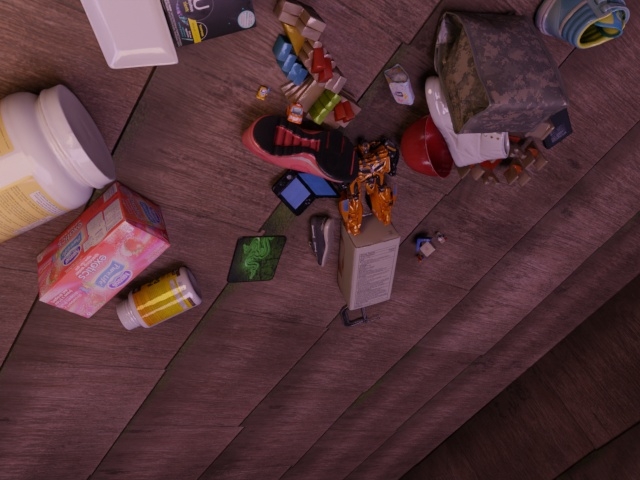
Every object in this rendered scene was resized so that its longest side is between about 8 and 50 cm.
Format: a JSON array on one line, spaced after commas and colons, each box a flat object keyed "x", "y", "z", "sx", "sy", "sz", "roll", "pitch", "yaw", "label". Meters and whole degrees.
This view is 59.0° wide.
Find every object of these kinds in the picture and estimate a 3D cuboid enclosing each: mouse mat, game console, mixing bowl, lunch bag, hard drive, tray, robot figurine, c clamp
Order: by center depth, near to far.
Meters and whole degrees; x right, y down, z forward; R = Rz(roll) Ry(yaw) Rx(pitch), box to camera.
[{"x": -0.362, "y": -0.443, "z": 1.029, "sx": 0.145, "sy": 0.030, "sz": 0.270, "roll": -4, "pitch": 138, "yaw": 5, "label": "tray"}, {"x": 0.413, "y": -0.410, "z": 1.347, "sx": 0.235, "sy": 0.286, "sz": 0.169, "roll": -6, "pitch": 165, "yaw": -21, "label": "lunch bag"}, {"x": 0.195, "y": -0.377, "z": 1.383, "sx": 0.053, "sy": 0.083, "sz": 0.071, "roll": -30, "pitch": 140, "yaw": 3, "label": "lunch bag"}, {"x": -0.037, "y": -0.127, "z": 1.509, "sx": 0.124, "sy": 0.085, "sz": 0.144, "roll": -47, "pitch": 138, "yaw": -3, "label": "game console"}, {"x": 0.279, "y": -0.252, "z": 1.519, "sx": 0.098, "sy": 0.181, "sz": 0.181, "roll": -3, "pitch": 154, "yaw": 36, "label": "mixing bowl"}, {"x": 0.131, "y": -0.153, "z": 1.579, "sx": 0.211, "sy": 0.085, "sz": 0.291, "roll": -19, "pitch": 139, "yaw": -11, "label": "robot figurine"}, {"x": -0.191, "y": 0.058, "z": 1.683, "sx": 0.153, "sy": 0.007, "sz": 0.189, "roll": -2, "pitch": 132, "yaw": -27, "label": "mouse mat"}, {"x": 0.721, "y": -0.351, "z": 1.742, "sx": 0.094, "sy": 0.022, "sz": 0.135, "roll": -36, "pitch": 139, "yaw": 9, "label": "hard drive"}, {"x": 0.141, "y": 0.267, "z": 2.072, "sx": 0.137, "sy": 0.022, "sz": 0.160, "roll": -22, "pitch": 141, "yaw": 1, "label": "c clamp"}]

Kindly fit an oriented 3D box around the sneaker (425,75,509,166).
[{"x": 0.393, "y": -0.318, "z": 1.458, "sx": 0.169, "sy": 0.108, "sz": 0.292, "roll": -4, "pitch": 140, "yaw": 38, "label": "sneaker"}]

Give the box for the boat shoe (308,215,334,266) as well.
[{"x": 0.000, "y": 0.000, "z": 1.703, "sx": 0.065, "sy": 0.075, "sz": 0.206, "roll": 19, "pitch": 142, "yaw": 12, "label": "boat shoe"}]

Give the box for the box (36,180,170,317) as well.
[{"x": -0.523, "y": 0.027, "z": 1.359, "sx": 0.300, "sy": 0.154, "sz": 0.142, "roll": -40, "pitch": 138, "yaw": 13, "label": "box"}]

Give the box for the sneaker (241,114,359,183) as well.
[{"x": -0.046, "y": -0.223, "z": 1.384, "sx": 0.314, "sy": 0.136, "sz": 0.115, "roll": 17, "pitch": 83, "yaw": -30, "label": "sneaker"}]

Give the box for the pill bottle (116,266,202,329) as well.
[{"x": -0.448, "y": 0.166, "z": 1.570, "sx": 0.215, "sy": 0.117, "sz": 0.117, "roll": -25, "pitch": 139, "yaw": -3, "label": "pill bottle"}]

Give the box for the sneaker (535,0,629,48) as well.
[{"x": 0.683, "y": -0.594, "z": 1.329, "sx": 0.127, "sy": 0.208, "sz": 0.319, "roll": 12, "pitch": 125, "yaw": -35, "label": "sneaker"}]

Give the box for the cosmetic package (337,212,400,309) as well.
[{"x": 0.145, "y": 0.067, "z": 1.782, "sx": 0.153, "sy": 0.129, "sz": 0.296, "roll": -12, "pitch": 138, "yaw": -15, "label": "cosmetic package"}]

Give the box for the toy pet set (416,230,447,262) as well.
[{"x": 0.355, "y": 0.016, "z": 1.913, "sx": 0.122, "sy": 0.065, "sz": 0.114, "roll": -44, "pitch": 172, "yaw": 23, "label": "toy pet set"}]

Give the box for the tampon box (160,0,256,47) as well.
[{"x": -0.217, "y": -0.456, "z": 1.063, "sx": 0.161, "sy": 0.101, "sz": 0.120, "roll": -20, "pitch": 139, "yaw": -9, "label": "tampon box"}]

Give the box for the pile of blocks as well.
[{"x": -0.016, "y": -0.361, "z": 1.263, "sx": 0.149, "sy": 0.112, "sz": 0.362, "roll": -31, "pitch": 139, "yaw": 4, "label": "pile of blocks"}]

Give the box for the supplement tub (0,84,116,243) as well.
[{"x": -0.596, "y": -0.136, "z": 1.084, "sx": 0.331, "sy": 0.241, "sz": 0.241, "roll": -25, "pitch": 139, "yaw": -3, "label": "supplement tub"}]

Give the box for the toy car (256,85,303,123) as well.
[{"x": -0.091, "y": -0.309, "z": 1.279, "sx": 0.122, "sy": 0.060, "sz": 0.040, "roll": 25, "pitch": 126, "yaw": -5, "label": "toy car"}]

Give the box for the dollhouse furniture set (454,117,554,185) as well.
[{"x": 0.547, "y": -0.290, "z": 1.661, "sx": 0.262, "sy": 0.135, "sz": 0.259, "roll": 2, "pitch": 142, "yaw": -30, "label": "dollhouse furniture set"}]
